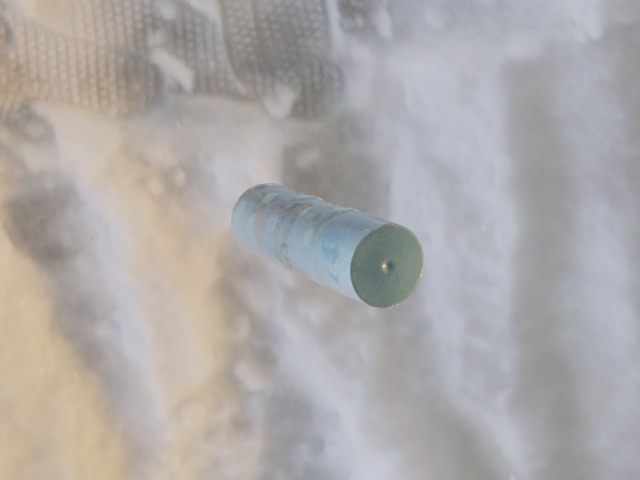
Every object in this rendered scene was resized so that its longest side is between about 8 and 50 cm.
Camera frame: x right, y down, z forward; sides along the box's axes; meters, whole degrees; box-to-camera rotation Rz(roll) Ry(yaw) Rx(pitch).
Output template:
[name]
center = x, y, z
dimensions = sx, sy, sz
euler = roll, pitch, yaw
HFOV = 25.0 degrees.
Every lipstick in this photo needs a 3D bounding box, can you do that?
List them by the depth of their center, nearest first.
[lipstick]
center = 0.000, 0.000, 0.832
dimensions = 0.048, 0.158, 0.048
euler = -6, 103, -26
